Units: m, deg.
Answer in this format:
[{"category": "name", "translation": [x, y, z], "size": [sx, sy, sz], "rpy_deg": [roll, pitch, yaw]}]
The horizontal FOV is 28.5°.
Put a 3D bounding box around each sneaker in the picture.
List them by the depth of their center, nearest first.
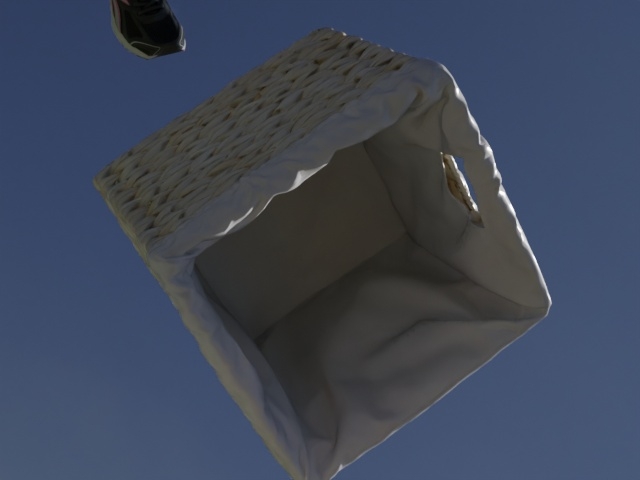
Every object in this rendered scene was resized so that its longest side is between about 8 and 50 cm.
[{"category": "sneaker", "translation": [-0.209, -0.281, 1.398], "size": [0.178, 0.072, 0.077], "rpy_deg": [55, -23, 21]}]

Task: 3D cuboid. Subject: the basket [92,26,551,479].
[{"category": "basket", "translation": [0.000, 0.000, 1.283], "size": [0.328, 0.331, 0.266], "rpy_deg": [61, -10, -33]}]
